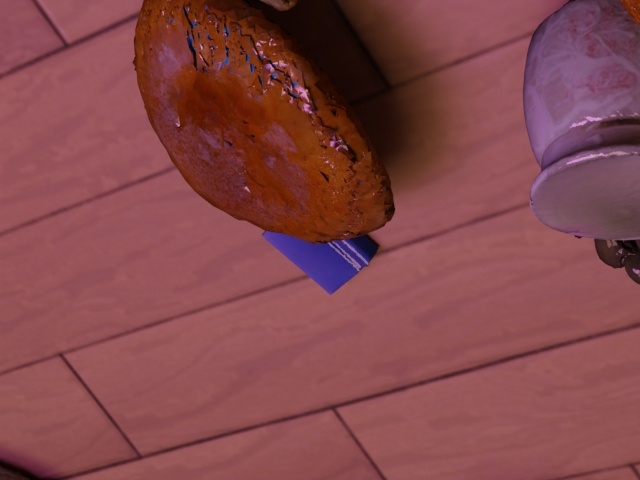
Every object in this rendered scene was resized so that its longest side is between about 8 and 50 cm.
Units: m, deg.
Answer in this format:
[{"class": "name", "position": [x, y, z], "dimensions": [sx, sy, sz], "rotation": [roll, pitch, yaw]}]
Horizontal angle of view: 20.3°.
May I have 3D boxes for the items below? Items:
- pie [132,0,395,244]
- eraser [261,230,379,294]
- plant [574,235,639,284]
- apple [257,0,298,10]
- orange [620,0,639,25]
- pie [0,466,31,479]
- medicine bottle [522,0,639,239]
[{"class": "pie", "position": [-0.053, -0.098, 1.441], "dimensions": [0.273, 0.069, 0.273], "rotation": [32, 149, 21]}, {"class": "eraser", "position": [0.000, 0.000, 1.569], "dimensions": [0.084, 0.027, 0.063], "rotation": [41, 130, -10]}, {"class": "plant", "position": [0.234, -0.023, 1.417], "dimensions": [0.174, 0.085, 0.087], "rotation": [45, 155, -21]}, {"class": "apple", "position": [-0.133, -0.299, 1.275], "dimensions": [0.346, 0.179, 0.254], "rotation": [30, 130, -22]}, {"class": "orange", "position": [0.298, -0.216, 1.099], "dimensions": [0.274, 0.274, 0.274], "rotation": [13, 131, 15]}, {"class": "pie", "position": [-0.355, 0.342, 1.983], "dimensions": [0.277, 0.078, 0.277], "rotation": [15, 136, 15]}, {"class": "medicine bottle", "position": [0.221, -0.086, 1.291], "dimensions": [0.147, 0.143, 0.147], "rotation": [1, 155, 0]}]
